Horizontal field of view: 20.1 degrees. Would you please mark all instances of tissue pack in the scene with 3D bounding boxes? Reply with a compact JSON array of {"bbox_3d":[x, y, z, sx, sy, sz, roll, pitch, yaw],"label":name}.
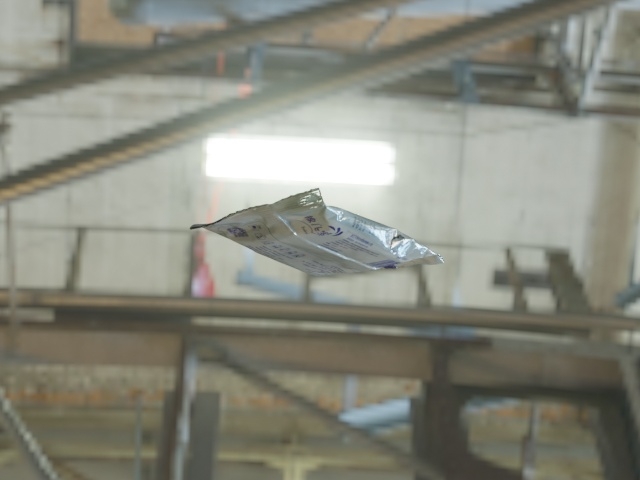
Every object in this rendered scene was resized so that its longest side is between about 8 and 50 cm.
[{"bbox_3d":[0.000,0.000,1.461,0.122,0.026,0.193,-7,162,33],"label":"tissue pack"}]
